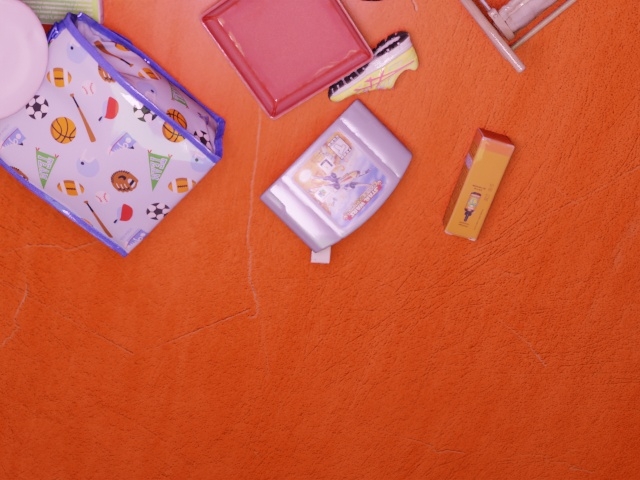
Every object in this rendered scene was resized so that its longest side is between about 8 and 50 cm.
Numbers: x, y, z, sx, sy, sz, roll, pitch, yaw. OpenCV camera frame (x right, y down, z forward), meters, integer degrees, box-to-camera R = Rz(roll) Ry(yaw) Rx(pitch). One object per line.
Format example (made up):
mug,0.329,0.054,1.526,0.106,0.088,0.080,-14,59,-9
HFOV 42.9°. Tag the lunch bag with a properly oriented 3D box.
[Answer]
lunch bag,-0.437,-0.220,1.632,0.385,0.239,0.328,37,111,-24

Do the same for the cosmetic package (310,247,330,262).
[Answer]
cosmetic package,0.000,0.000,1.808,0.041,0.115,0.060,4,116,-3

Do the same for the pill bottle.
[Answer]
pill bottle,-0.708,-0.375,1.475,0.392,0.224,0.224,23,118,26

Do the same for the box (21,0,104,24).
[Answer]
box,-0.540,-0.578,1.558,0.232,0.058,0.321,3,114,-3

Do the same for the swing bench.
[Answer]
swing bench,0.394,-0.508,1.557,0.253,0.165,0.254,-38,105,16

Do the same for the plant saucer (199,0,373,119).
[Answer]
plant saucer,-0.065,-0.413,1.636,0.258,0.047,0.259,-28,112,20

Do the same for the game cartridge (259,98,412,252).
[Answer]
game cartridge,0.043,-0.127,1.719,0.198,0.062,0.297,44,88,1

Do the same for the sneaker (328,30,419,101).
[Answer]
sneaker,0.112,-0.335,1.676,0.209,0.081,0.094,-29,126,18

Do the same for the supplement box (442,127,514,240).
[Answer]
supplement box,0.341,-0.121,1.782,0.078,0.080,0.233,15,112,-8
